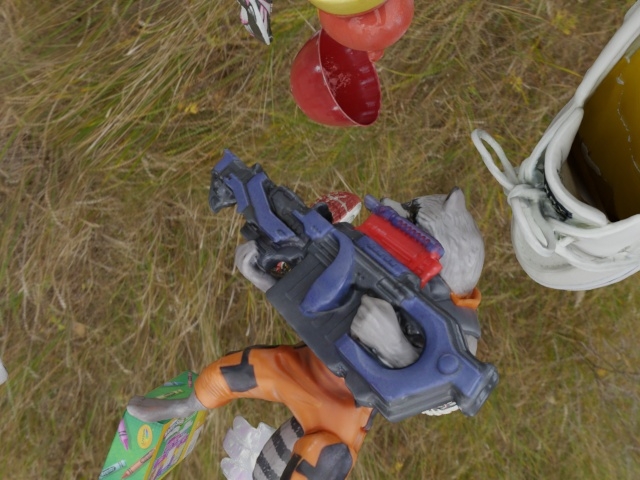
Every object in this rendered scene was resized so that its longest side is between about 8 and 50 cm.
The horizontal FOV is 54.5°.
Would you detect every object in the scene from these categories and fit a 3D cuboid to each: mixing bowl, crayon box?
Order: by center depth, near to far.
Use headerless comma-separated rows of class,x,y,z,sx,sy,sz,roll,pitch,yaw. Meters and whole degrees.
mixing bowl,0.014,-0.263,1.039,0.098,0.181,0.181,-15,121,35
crayon box,-0.310,0.374,1.225,0.081,0.278,0.165,23,96,10

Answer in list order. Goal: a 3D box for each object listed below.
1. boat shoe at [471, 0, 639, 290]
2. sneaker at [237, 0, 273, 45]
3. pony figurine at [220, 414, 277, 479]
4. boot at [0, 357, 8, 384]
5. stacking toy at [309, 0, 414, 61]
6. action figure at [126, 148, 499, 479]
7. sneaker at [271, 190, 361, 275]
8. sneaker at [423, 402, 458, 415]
boat shoe,0.176,-0.044,0.396,0.157,0.135,0.367,-20,162,-16
sneaker,-0.121,-0.478,1.262,0.077,0.072,0.178,-42,153,-11
pony figurine,-0.030,0.435,0.747,0.351,0.363,0.302,22,122,17
boot,-0.336,0.043,0.511,0.124,0.258,0.095,-19,140,-27
stacking toy,0.017,-0.361,0.683,0.280,0.130,0.308,19,79,25
action figure,-0.005,0.074,0.527,0.330,0.341,0.178,-44,137,8
sneaker,0.000,0.000,1.179,0.093,0.088,0.225,26,114,-39
sneaker,0.188,0.303,1.408,0.299,0.120,0.112,12,152,29
